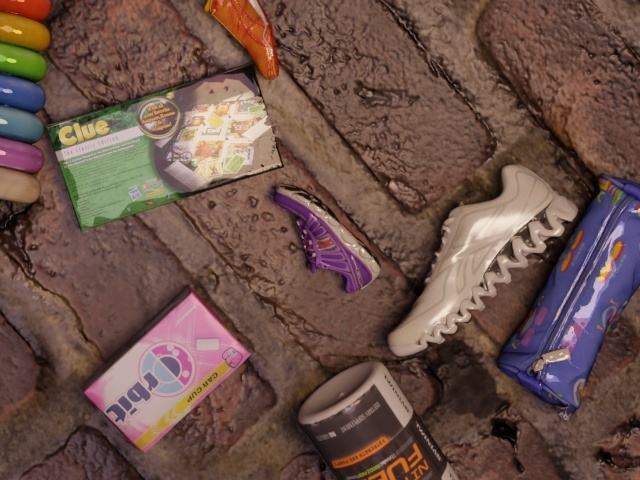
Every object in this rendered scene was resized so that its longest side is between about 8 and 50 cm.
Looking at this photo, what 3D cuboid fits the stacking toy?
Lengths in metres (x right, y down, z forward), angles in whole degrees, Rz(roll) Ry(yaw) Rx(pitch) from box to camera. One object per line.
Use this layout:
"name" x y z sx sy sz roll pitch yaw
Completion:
"stacking toy" -0.363 -0.214 1.606 0.141 0.141 0.330 12 88 -10

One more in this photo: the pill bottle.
"pill bottle" 0.087 0.281 1.728 0.130 0.130 0.245 -35 101 -4

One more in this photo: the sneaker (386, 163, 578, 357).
"sneaker" 0.182 0.027 1.735 0.292 0.110 0.118 -44 87 -4

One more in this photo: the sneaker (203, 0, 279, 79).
"sneaker" -0.099 -0.270 1.671 0.067 0.064 0.175 -25 91 3

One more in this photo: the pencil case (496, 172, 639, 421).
"pencil case" 0.334 0.066 1.742 0.119 0.133 0.306 29 91 16

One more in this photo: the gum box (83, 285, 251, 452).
"gum box" -0.192 0.160 1.702 0.188 0.062 0.107 -43 101 -2

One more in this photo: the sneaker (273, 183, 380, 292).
"sneaker" 0.000 0.000 1.713 0.071 0.068 0.170 -43 102 4

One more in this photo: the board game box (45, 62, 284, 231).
"board game box" -0.187 -0.114 1.686 0.260 0.030 0.136 -17 102 -7
